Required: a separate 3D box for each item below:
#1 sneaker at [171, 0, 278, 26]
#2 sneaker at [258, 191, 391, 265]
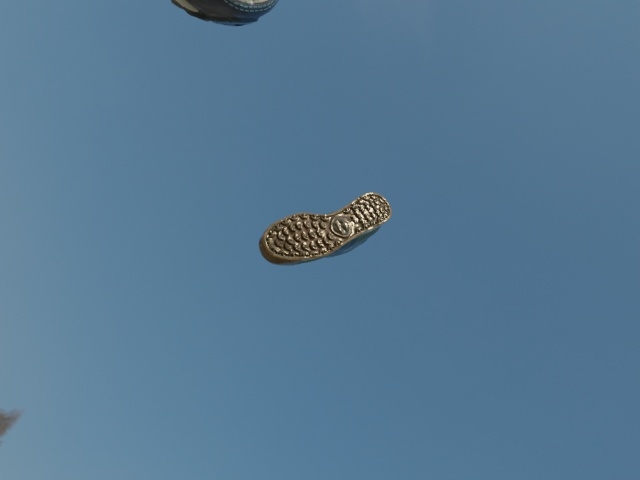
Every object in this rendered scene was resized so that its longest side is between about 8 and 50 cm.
[{"bbox_3d":[-0.048,-0.249,0.323,0.122,0.110,0.283,16,-63,48],"label":"sneaker"},{"bbox_3d":[0.000,0.000,0.891,0.064,0.192,0.086,61,-31,15],"label":"sneaker"}]
